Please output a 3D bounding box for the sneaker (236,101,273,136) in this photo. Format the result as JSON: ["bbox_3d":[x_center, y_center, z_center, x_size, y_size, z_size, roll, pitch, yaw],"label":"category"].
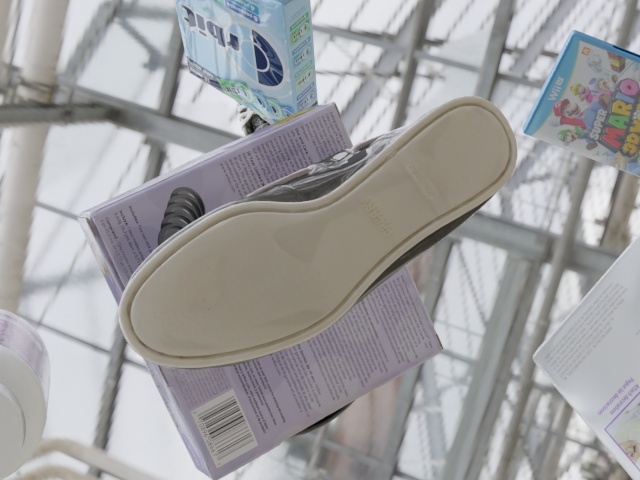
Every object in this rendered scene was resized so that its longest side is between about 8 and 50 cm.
[{"bbox_3d":[-0.068,-0.178,1.509,0.090,0.235,0.095,-33,-7,41],"label":"sneaker"}]

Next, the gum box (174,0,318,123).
[{"bbox_3d":[-0.077,-0.209,1.202,0.041,0.157,0.184,-46,-26,-25],"label":"gum box"}]

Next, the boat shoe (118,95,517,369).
[{"bbox_3d":[0.000,0.000,0.891,0.335,0.112,0.095,-30,0,-20],"label":"boat shoe"}]

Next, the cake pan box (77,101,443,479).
[{"bbox_3d":[-0.046,0.045,1.056,0.246,0.070,0.266,-28,-80,-17],"label":"cake pan box"}]

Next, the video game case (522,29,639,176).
[{"bbox_3d":[0.306,-0.132,1.223,0.015,0.166,0.119,-79,10,-59],"label":"video game case"}]

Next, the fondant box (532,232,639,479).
[{"bbox_3d":[0.364,0.131,0.973,0.096,0.330,0.238,5,-51,-48],"label":"fondant box"}]

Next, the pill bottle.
[{"bbox_3d":[-0.399,0.183,1.381,0.301,0.169,0.169,-146,73,-77],"label":"pill bottle"}]
